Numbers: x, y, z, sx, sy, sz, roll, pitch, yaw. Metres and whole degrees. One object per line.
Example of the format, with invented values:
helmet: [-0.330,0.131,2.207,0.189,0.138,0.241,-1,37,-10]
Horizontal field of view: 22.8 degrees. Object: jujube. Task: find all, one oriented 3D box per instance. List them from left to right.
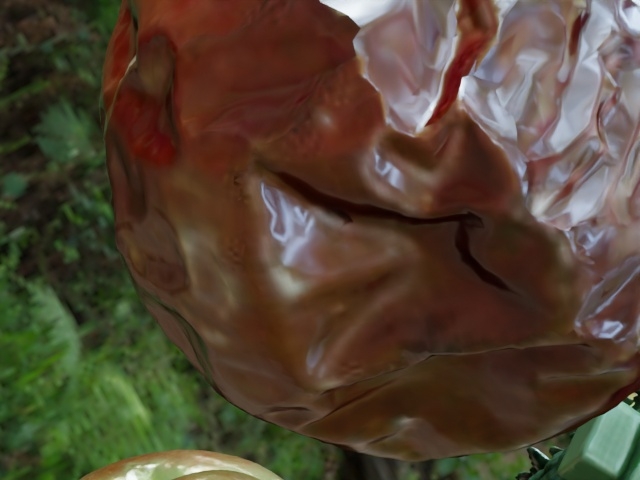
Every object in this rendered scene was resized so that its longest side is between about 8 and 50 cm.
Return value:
jujube: [0.040,-0.075,0.574,0.216,0.216,0.342,59,28,-30]

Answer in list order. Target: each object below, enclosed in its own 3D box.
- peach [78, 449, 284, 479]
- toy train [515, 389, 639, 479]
peach: [-0.087,0.259,1.020,0.252,0.252,0.252,61,6,-11]
toy train: [0.157,0.176,0.689,0.188,0.159,0.271,30,-24,1]
